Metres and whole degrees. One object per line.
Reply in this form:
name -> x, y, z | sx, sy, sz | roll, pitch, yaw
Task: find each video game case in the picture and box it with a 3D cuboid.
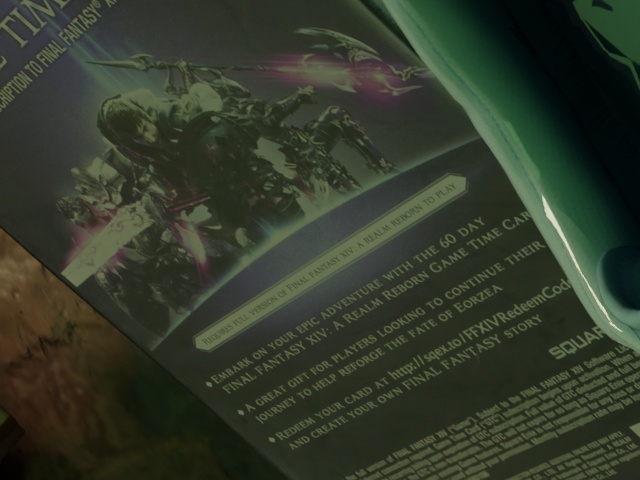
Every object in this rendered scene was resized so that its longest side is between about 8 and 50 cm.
video game case -> 0.000, 0.000, 0.578 | 0.274, 0.026, 0.196 | 43, 137, -13

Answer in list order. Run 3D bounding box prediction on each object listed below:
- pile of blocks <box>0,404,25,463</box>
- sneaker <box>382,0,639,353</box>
pile of blocks -> -0.250, 0.166, 0.866 | 0.112, 0.149, 0.362 | 41, 118, 12
sneaker -> 0.139, 0.022, 0.445 | 0.366, 0.150, 0.135 | 46, 135, 12
